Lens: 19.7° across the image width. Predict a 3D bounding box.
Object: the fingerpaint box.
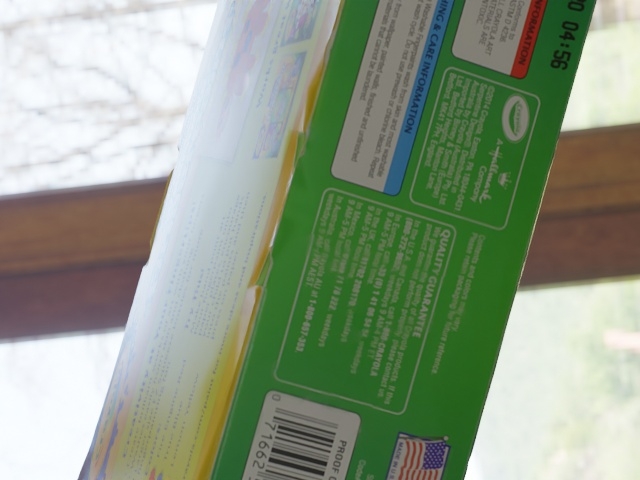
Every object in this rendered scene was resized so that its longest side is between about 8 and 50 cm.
[{"bbox_3d":[0.000,0.000,1.215,0.371,0.163,0.445,-178,105,-74],"label":"fingerpaint box"}]
